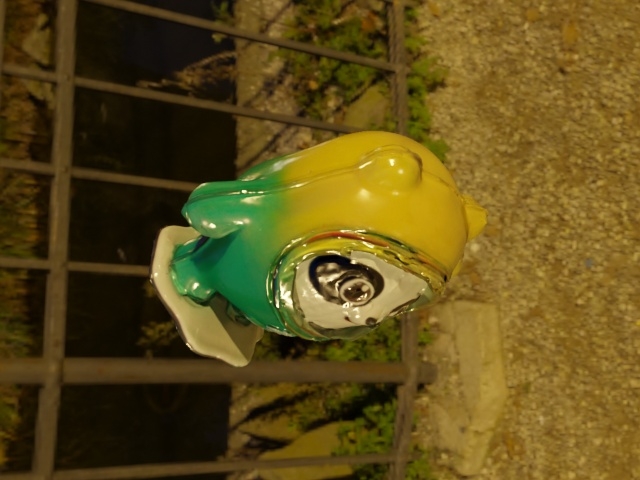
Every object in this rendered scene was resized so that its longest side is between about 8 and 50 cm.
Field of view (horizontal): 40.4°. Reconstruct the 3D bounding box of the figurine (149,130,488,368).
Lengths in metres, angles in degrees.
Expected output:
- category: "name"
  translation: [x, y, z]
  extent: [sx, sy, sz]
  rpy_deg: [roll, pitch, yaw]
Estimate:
- category: "figurine"
  translation: [0.000, 0.000, 0.959]
  extent: [0.340, 0.323, 0.232]
  rpy_deg: [-22, 58, 28]
